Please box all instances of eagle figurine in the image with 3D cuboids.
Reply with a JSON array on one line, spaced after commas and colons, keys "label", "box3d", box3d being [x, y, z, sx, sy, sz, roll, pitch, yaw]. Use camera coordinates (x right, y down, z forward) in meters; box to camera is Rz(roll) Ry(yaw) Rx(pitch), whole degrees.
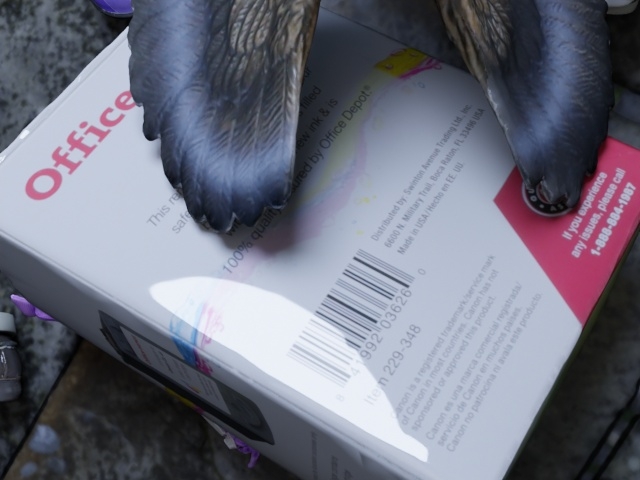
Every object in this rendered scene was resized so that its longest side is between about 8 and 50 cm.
[{"label": "eagle figurine", "box3d": [0.022, -0.162, 0.390, 0.226, 0.298, 0.225, 27, 51, 29]}]

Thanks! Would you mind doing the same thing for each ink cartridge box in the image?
[{"label": "ink cartridge box", "box3d": [0.000, 0.000, 0.514, 0.306, 0.131, 0.226, 28, 63, 19]}]

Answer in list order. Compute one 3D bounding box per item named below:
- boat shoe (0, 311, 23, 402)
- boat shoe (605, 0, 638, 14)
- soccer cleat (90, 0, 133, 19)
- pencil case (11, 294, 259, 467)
[{"label": "boat shoe", "box3d": [-0.328, 0.119, 0.674, 0.227, 0.081, 0.069, -20, 76, 12]}, {"label": "boat shoe", "box3d": [0.162, -0.165, 0.510, 0.083, 0.226, 0.076, -35, 92, -32]}, {"label": "soccer cleat", "box3d": [-0.129, -0.318, 0.627, 0.108, 0.116, 0.318, 11, 89, 17]}, {"label": "pencil case", "box3d": [-0.098, 0.064, 0.604, 0.206, 0.086, 0.088, 30, 68, 18]}]
